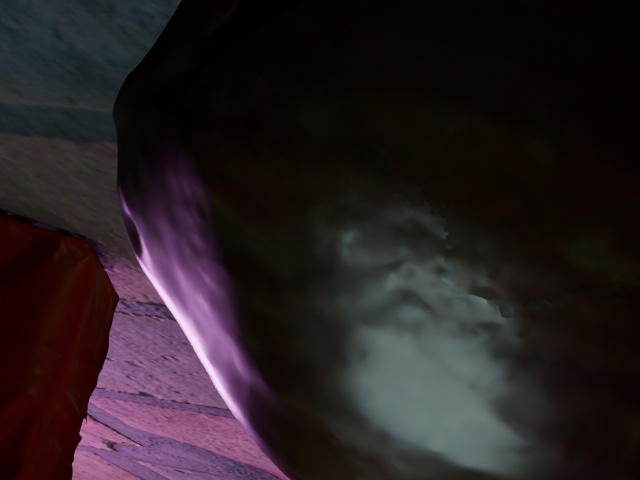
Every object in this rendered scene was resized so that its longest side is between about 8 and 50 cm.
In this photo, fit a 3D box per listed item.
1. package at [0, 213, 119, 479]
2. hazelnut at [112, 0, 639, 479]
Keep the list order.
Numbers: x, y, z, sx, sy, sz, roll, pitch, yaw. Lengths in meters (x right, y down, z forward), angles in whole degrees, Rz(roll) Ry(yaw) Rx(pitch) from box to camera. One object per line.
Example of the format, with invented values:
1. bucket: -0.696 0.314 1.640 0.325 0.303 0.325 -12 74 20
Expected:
1. package: -0.339 0.050 1.001 0.424 0.196 0.123 18 158 -10
2. hazelnut: 0.037 -0.002 0.497 0.218 0.218 0.234 17 161 -9
